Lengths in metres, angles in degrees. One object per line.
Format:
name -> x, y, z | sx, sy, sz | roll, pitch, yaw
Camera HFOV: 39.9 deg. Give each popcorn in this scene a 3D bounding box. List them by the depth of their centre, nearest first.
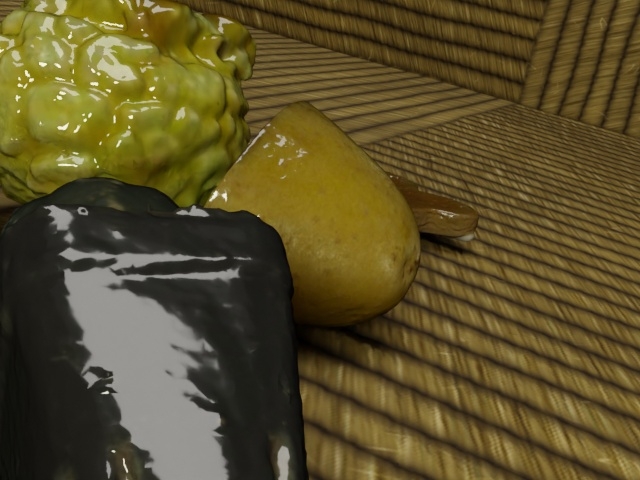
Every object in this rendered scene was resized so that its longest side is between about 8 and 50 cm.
popcorn -> -0.167, -0.118, 0.763 | 0.237, 0.206, 0.251 | 36, 66, 1

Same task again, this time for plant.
plant -> -0.087, 0.067, 0.433 | 0.142, 0.164, 0.256 | -2, 39, -27

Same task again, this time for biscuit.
biscuit -> 0.010, -0.035, 0.936 | 0.302, 0.049, 0.197 | -3, 20, -38

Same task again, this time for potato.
potato -> 0.000, 0.000, 0.690 | 0.158, 0.178, 0.203 | 32, -2, 9
